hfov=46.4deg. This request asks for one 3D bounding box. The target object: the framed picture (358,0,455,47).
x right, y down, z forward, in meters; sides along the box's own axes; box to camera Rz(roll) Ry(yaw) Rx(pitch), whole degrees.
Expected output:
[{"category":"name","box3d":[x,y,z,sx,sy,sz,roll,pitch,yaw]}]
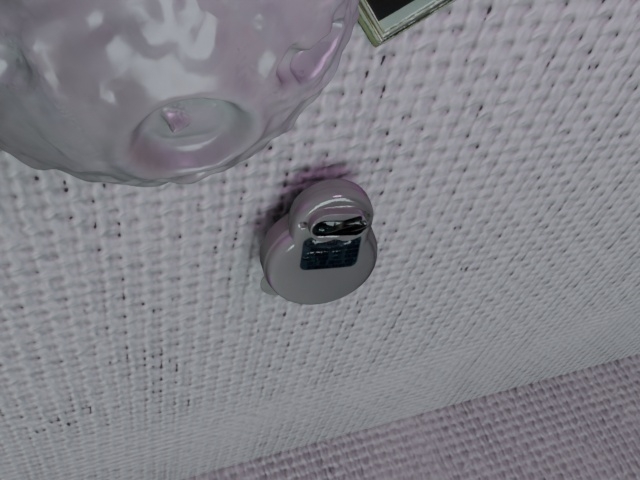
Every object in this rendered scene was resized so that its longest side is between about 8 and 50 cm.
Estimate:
[{"category":"framed picture","box3d":[0.143,-0.334,0.762,0.293,0.018,0.231,-29,150,13]}]

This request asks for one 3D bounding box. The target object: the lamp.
[{"category":"lamp","box3d":[-0.001,-0.003,1.127,0.180,0.107,0.246,-6,140,-19]}]

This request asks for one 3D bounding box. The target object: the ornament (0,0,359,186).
[{"category":"ornament","box3d":[-0.129,-0.195,0.521,0.337,0.337,0.337,-16,150,-10]}]
